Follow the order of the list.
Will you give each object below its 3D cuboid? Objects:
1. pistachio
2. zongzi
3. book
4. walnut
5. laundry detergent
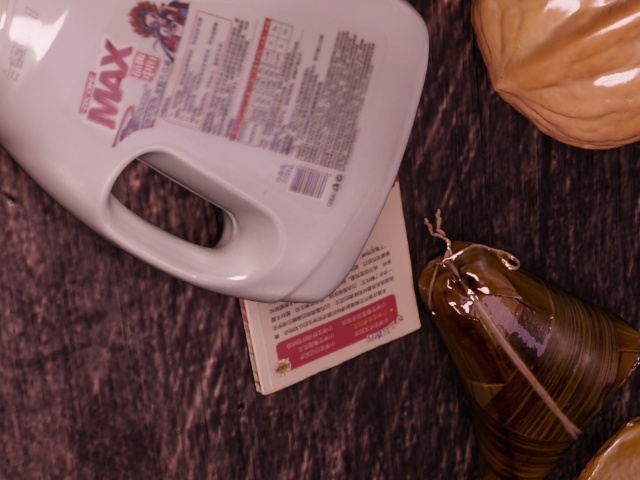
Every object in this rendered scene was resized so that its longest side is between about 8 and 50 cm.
[{"bbox_3d":[0.287,0.244,1.893,0.089,0.049,0.173,39,86,-15],"label":"pistachio"},{"bbox_3d":[0.139,0.133,1.720,0.247,0.111,0.241,29,97,-33],"label":"zongzi"},{"bbox_3d":[0.000,0.000,1.618,0.162,0.022,0.232,-22,119,-23],"label":"book"},{"bbox_3d":[0.247,-0.193,1.595,0.261,0.225,0.225,-35,124,-13],"label":"walnut"},{"bbox_3d":[-0.128,-0.108,1.417,0.398,0.124,0.264,14,98,-32],"label":"laundry detergent"}]
